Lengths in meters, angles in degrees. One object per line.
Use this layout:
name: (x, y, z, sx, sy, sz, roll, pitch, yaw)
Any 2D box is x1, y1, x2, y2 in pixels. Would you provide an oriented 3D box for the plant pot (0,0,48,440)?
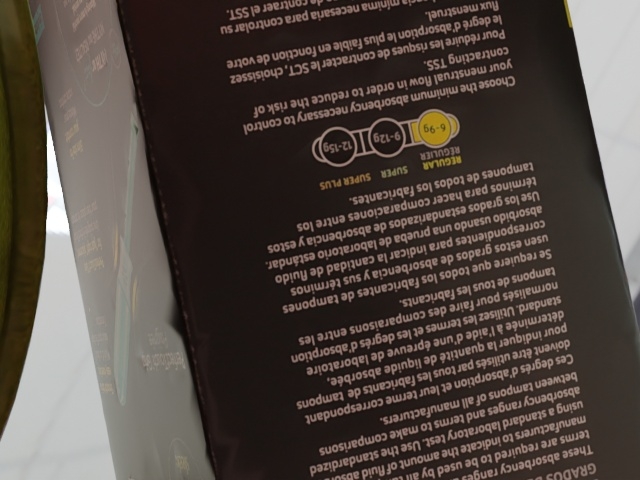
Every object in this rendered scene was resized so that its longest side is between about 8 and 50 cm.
plant pot: (-0.223, 0.043, 0.193, 0.353, 0.367, 0.366, -107, 40, -69)

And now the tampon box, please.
tampon box: (0.000, 0.000, 0.414, 0.101, 0.161, 0.120, -11, -1, -18)
